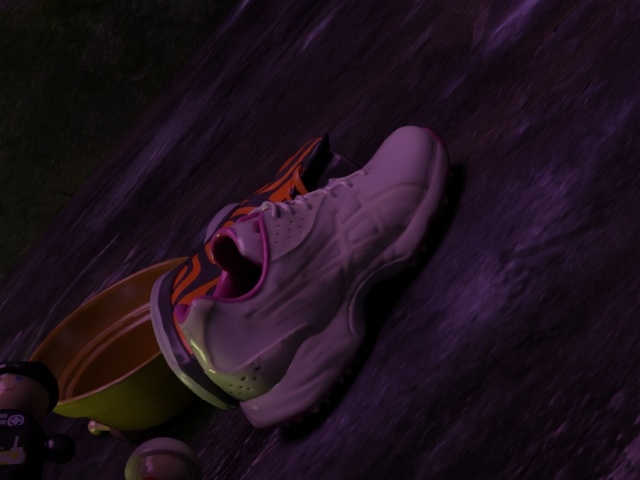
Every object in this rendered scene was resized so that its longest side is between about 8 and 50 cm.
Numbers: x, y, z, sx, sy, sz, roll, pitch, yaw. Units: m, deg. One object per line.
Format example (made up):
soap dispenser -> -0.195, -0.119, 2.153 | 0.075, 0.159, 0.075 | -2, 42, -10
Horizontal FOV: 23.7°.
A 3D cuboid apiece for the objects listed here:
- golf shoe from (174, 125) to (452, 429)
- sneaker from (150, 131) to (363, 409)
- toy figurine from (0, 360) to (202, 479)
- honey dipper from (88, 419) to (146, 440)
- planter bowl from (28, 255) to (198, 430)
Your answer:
golf shoe -> 0.000, 0.000, 1.212 | 0.115, 0.140, 0.306 | -30, 23, 54
sneaker -> -0.036, 0.003, 1.327 | 0.180, 0.125, 0.321 | -42, 17, 27
toy figurine -> -0.214, 0.214, 1.153 | 0.209, 0.213, 0.148 | -46, 27, 30
honey dipper -> -0.213, 0.188, 1.554 | 0.030, 0.030, 0.161 | -54, 15, -18
planter bowl -> -0.168, 0.115, 1.444 | 0.217, 0.090, 0.217 | -26, 23, 12
